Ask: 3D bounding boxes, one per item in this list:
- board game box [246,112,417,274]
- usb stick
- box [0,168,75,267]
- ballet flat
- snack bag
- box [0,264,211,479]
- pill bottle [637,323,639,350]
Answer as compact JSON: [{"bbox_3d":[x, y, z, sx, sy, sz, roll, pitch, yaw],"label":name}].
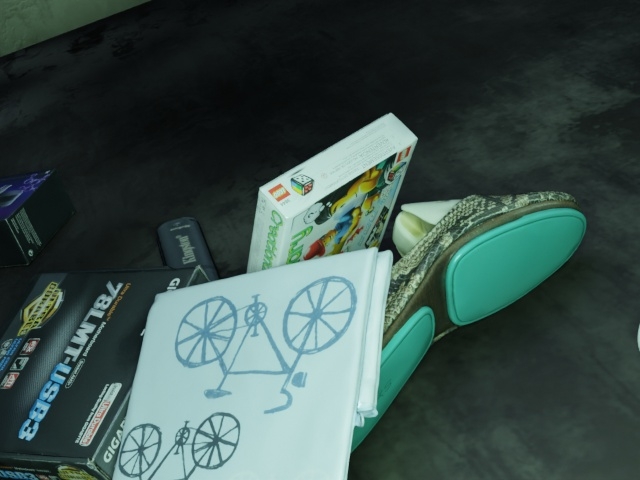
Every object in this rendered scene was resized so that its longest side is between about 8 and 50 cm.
[{"bbox_3d":[0.000,0.000,1.136,0.193,0.305,0.053,-33,67,-27],"label":"board game box"},{"bbox_3d":[-0.201,0.036,1.447,0.077,0.045,0.278,-22,29,-6],"label":"usb stick"},{"bbox_3d":[-0.617,-0.033,1.749,0.261,0.103,0.184,-6,29,21],"label":"box"},{"bbox_3d":[0.101,0.056,1.106,0.483,0.164,0.182,-37,51,-26],"label":"ballet flat"},{"bbox_3d":[-0.081,0.180,0.961,0.323,0.037,0.342,-13,54,33],"label":"snack bag"},{"bbox_3d":[-0.308,0.162,1.190,0.293,0.073,0.295,-4,45,33],"label":"box"},{"bbox_3d":[0.400,0.112,0.932,0.087,0.087,0.160,-29,31,-19],"label":"pill bottle"}]
